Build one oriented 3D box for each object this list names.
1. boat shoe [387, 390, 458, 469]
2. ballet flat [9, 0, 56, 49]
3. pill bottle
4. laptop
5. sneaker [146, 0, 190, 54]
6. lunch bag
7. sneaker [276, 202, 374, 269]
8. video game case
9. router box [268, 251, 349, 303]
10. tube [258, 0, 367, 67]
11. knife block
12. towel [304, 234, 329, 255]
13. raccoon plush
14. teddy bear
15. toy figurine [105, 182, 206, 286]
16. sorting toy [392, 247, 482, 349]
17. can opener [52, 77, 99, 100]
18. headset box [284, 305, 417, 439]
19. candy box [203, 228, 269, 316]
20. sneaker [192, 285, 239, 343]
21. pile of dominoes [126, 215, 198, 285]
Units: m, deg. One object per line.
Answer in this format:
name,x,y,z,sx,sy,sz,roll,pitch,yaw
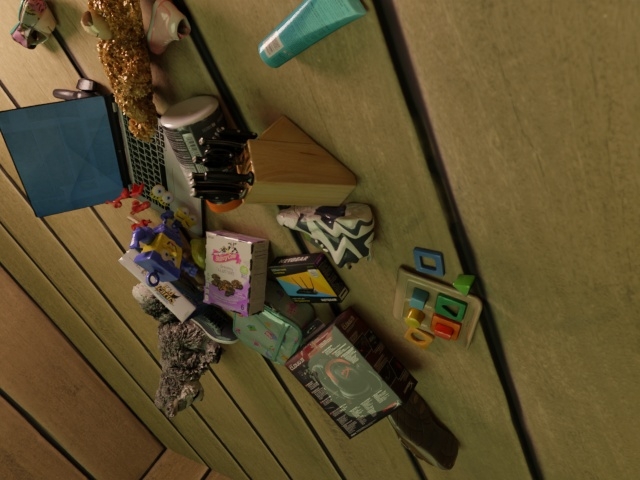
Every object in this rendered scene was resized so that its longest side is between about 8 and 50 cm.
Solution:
boat shoe,0.252,0.525,1.610,0.324,0.123,0.116,52,146,-15
ballet flat,-0.661,-0.503,1.328,0.079,0.076,0.221,35,155,-28
pill bottle,-0.243,-0.179,1.253,0.130,0.130,0.245,13,138,32
laptop,-0.526,-0.150,1.450,0.408,0.236,0.382,30,145,13
sneaker,-0.295,-0.401,1.118,0.070,0.051,0.134,36,146,0
lunch bag,-0.136,0.238,1.643,0.224,0.108,0.279,32,145,10
sneaker,0.017,-0.003,1.245,0.235,0.094,0.153,1,123,28
video game case,-0.441,0.123,1.668,0.244,0.061,0.269,42,177,0
router box,-0.032,0.098,1.446,0.179,0.046,0.133,-8,124,47
tube,-0.021,-0.352,0.934,0.207,0.052,0.080,-19,121,45
knife block,-0.101,-0.114,1.099,0.276,0.242,0.088,40,146,-2
towel,0.000,0.000,1.340,0.083,0.009,0.060,33,146,10
raccoon plush,-0.554,0.393,1.989,0.446,0.299,0.216,42,164,-8
teddy bear,-0.405,-0.358,1.169,0.338,0.113,0.245,113,142,-64
toy figurine,-0.415,0.047,1.504,0.191,0.217,0.362,-16,137,24
sorting toy,0.246,0.160,1.265,0.196,0.047,0.347,23,143,21
can opener,-0.613,-0.367,1.454,0.186,0.073,0.059,10,175,39
headset box,0.066,0.330,1.475,0.293,0.110,0.218,47,122,3
candy box,-0.223,0.081,1.499,0.165,0.070,0.196,12,104,33
sneaker,-0.358,0.240,1.866,0.226,0.086,0.163,30,147,14
pile of dominoes,-0.481,0.025,1.798,0.251,0.040,0.196,26,148,31
